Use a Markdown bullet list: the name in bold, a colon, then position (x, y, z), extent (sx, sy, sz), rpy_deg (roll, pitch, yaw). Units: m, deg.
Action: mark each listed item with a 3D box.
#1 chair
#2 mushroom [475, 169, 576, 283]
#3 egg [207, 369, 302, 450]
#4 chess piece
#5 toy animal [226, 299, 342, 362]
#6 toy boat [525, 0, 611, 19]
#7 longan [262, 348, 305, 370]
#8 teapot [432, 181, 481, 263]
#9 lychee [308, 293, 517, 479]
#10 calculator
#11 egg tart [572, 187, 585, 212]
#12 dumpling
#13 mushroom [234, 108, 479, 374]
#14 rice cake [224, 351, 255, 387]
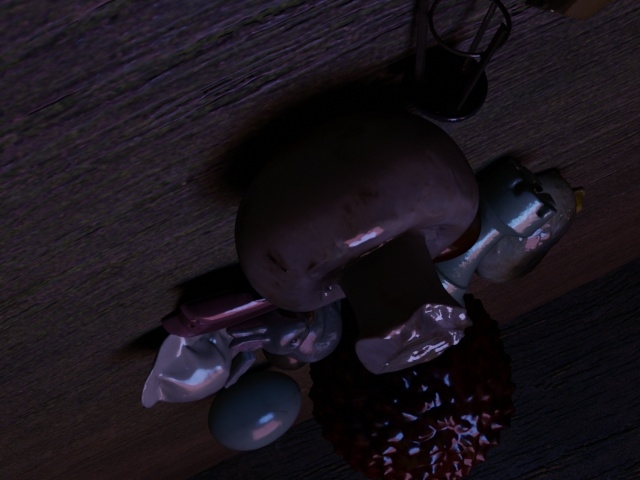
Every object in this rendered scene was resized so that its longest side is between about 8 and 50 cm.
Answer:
- **chair**: position (0.142, -0.191, 0.956), extent (0.104, 0.095, 0.221), rpy_deg (-11, 162, -9)
- **mushroom**: position (0.401, -0.009, 1.861), extent (0.247, 0.130, 0.344), rpy_deg (-17, 163, -16)
- **egg**: position (-0.151, 0.392, 2.201), extent (0.231, 0.168, 0.168), rpy_deg (-27, 164, 0)
- **chess piece**: position (0.247, 0.002, 1.599), extent (0.299, 0.194, 0.194), rpy_deg (-43, 158, 22)
- **toy animal**: position (-0.057, 0.157, 1.661), extent (0.125, 0.127, 0.251), rpy_deg (-41, 164, 29)
- **toy boat**: position (0.277, -0.282, 0.911), extent (0.057, 0.077, 0.200), rpy_deg (3, 153, -35)
- **longan**: position (-0.070, 0.207, 1.888), extent (0.106, 0.106, 0.119), rpy_deg (-11, -164, -42)
- **teapot**: position (0.124, -0.038, 1.376), extent (0.252, 0.135, 0.178), rpy_deg (-12, -167, -25)
- **lychee**: position (0.173, 0.269, 1.917), extent (0.424, 0.500, 0.425), rpy_deg (-9, 118, -17)
- **calculator**: position (-0.079, 0.087, 1.515), extent (0.329, 0.048, 0.220), rpy_deg (-17, 172, -23)
- **egg tart**: position (0.515, -0.072, 1.996), extent (0.105, 0.039, 0.105), rpy_deg (-22, 164, -6)
- **dumpling**: position (-0.212, 0.195, 1.621), extent (0.215, 0.126, 0.166), rpy_deg (0, 126, -28)
- **mushroom**: position (0.058, 0.008, 1.099), extent (0.297, 0.290, 0.297), rpy_deg (-23, 163, -7)
- **rice cake**: position (-0.177, 0.273, 2.033), extent (0.029, 0.033, 0.171), rpy_deg (-15, 160, -31)
